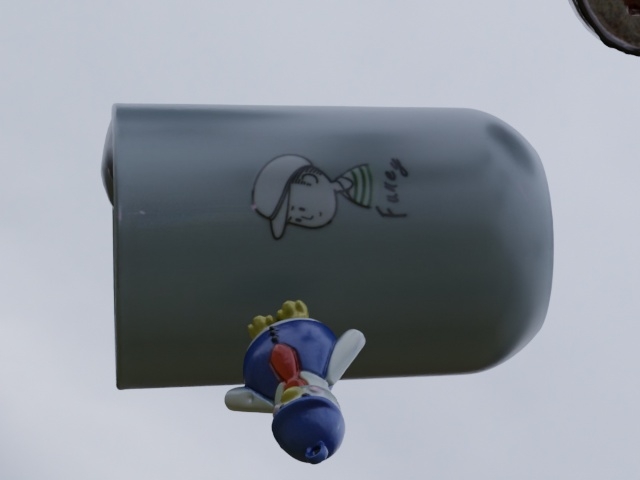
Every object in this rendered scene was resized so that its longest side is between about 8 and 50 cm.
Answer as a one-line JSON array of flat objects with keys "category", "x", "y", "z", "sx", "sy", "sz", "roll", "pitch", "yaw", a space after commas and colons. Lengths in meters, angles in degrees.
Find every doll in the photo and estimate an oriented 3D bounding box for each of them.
[{"category": "doll", "x": -0.014, "y": 0.092, "z": 1.143, "sx": 0.099, "sy": 0.143, "sz": 0.057, "roll": -26, "pitch": -55, "yaw": 7}]

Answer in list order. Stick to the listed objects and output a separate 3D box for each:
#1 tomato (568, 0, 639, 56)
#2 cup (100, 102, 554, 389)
[{"category": "tomato", "x": 0.282, "y": -0.242, "z": 1.431, "sx": 0.214, "sy": 0.180, "sz": 0.155, "roll": -2, "pitch": 16, "yaw": -3}, {"category": "cup", "x": 0.000, "y": 0.000, "z": 1.325, "sx": 0.312, "sy": 0.205, "sz": 0.205, "roll": -2, "pitch": -23, "yaw": -7}]
